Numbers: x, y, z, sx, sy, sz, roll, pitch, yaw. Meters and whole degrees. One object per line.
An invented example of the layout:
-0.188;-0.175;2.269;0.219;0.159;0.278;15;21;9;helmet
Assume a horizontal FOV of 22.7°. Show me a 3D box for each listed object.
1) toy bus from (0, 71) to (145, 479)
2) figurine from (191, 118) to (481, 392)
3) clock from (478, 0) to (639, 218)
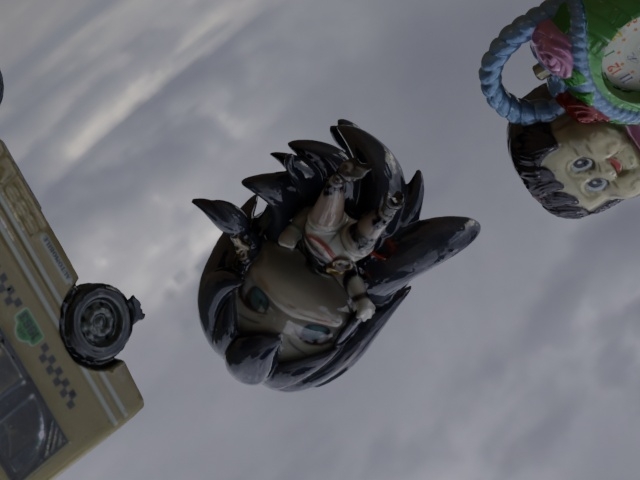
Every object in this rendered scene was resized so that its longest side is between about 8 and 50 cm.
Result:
-0.296;0.017;1.170;0.177;0.365;0.202;-1;-148;48;toy bus
0.001;0.013;1.363;0.265;0.175;0.197;-43;167;28;figurine
0.214;-0.112;1.145;0.195;0.194;0.100;-30;-143;20;clock
